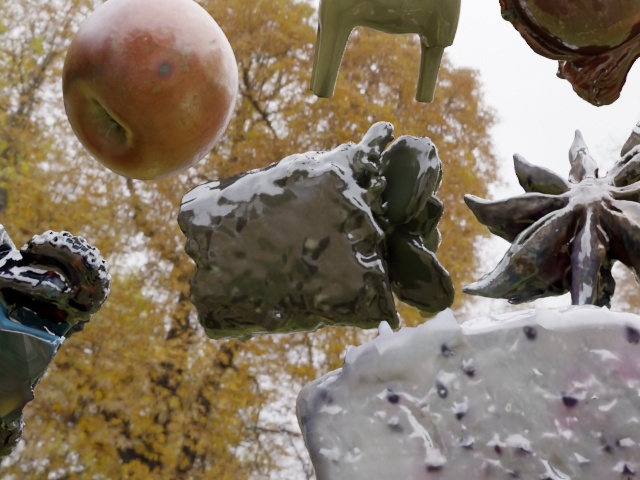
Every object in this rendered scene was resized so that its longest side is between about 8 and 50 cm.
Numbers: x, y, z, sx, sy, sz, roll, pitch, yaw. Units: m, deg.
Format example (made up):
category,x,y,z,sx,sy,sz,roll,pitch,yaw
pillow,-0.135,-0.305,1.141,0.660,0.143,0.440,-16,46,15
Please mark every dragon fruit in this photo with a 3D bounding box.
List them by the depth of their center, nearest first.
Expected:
category,x,y,z,sx,sy,sz,roll,pitch,yaw
dragon fruit,0.128,0.176,0.380,0.221,0.282,0.204,-24,-26,-1

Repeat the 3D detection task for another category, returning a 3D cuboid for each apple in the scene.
category,x,y,z,sx,sy,sz,roll,pitch,yaw
apple,-0.233,-0.206,1.081,0.254,0.253,0.253,7,-36,5

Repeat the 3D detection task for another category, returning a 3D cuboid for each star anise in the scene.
category,x,y,z,sx,sy,sz,roll,pitch,yaw
star anise,0.192,-0.009,0.527,0.181,0.204,0.061,13,-44,38

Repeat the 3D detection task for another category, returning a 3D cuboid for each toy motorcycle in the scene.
category,x,y,z,sx,sy,sz,roll,pitch,yaw
toy motorcycle,-0.454,0.126,1.078,0.232,0.172,0.416,31,-64,-10

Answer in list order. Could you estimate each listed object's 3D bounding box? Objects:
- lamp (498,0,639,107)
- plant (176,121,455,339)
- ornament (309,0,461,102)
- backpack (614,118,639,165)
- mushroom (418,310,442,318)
category,x,y,z,sx,sy,sz,roll,pitch,yaw
lamp,0.292,-0.265,0.810,0.215,0.151,0.223,-26,-43,21
plant,0.000,0.000,0.825,0.276,0.198,0.188,-11,-1,4
ornament,0.113,-0.285,0.962,0.230,0.061,0.244,5,-68,-11
backpack,0.645,-0.110,1.204,0.364,0.445,0.254,14,-80,-3
mushroom,0.184,0.081,1.334,0.059,0.202,0.054,-11,-80,4
